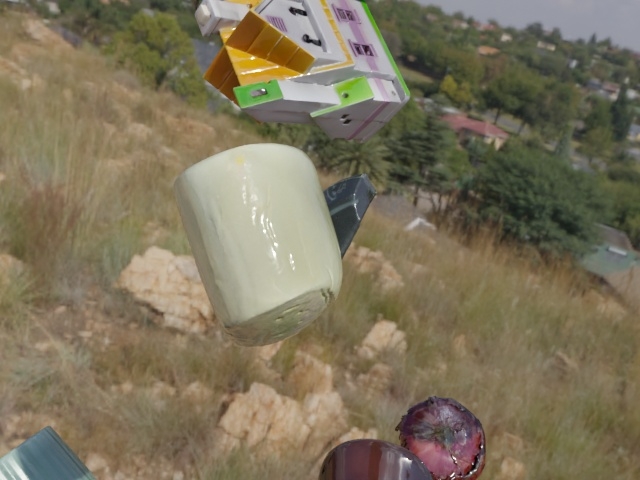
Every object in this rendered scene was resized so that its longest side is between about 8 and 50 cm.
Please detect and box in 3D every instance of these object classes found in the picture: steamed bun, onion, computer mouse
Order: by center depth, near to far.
[{"bbox_3d":[-0.058,0.008,0.777,0.154,0.200,0.250,-19,-8,-5],"label":"steamed bun"},{"bbox_3d":[-0.003,0.000,0.944,0.071,0.231,0.126,30,37,-2],"label":"computer mouse"},{"bbox_3d":[0.232,0.405,1.410,0.184,0.147,0.184,9,48,-10],"label":"onion"}]

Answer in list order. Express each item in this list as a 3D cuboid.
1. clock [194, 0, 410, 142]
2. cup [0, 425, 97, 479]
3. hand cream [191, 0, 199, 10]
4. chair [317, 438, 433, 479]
[{"bbox_3d":[-0.048,-0.286,1.139,0.309,0.166,0.235,-4,64,-42],"label":"clock"},{"bbox_3d":[-0.594,0.647,1.492,0.392,0.401,0.310,53,4,1],"label":"cup"},{"bbox_3d":[-0.128,-0.337,0.825,0.039,0.163,0.062,-29,86,-42],"label":"hand cream"},{"bbox_3d":[0.082,0.540,1.127,0.226,0.226,0.401,12,57,-3],"label":"chair"}]
